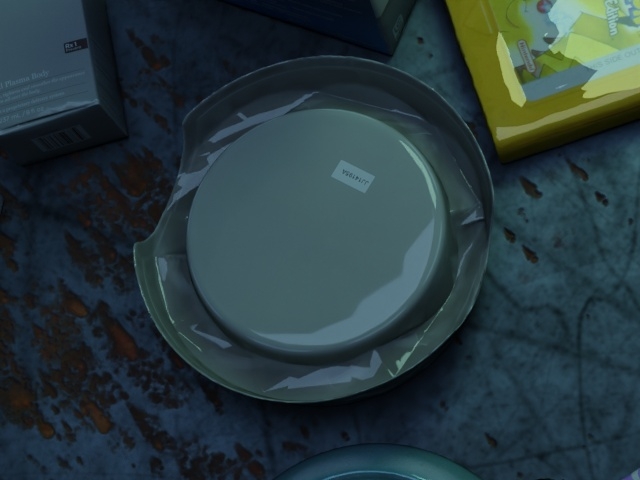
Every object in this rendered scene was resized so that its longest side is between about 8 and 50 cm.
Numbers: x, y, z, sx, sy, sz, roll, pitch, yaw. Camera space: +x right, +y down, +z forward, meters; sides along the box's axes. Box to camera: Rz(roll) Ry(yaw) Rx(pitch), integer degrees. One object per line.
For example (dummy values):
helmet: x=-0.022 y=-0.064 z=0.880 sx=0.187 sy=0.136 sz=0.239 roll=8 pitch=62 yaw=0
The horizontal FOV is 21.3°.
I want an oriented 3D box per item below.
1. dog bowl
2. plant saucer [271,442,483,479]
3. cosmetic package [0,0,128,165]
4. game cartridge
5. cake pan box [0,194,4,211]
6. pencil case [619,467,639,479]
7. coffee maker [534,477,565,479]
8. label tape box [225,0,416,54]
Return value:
dog bowl: x=0.000 y=0.000 z=1.633 sx=0.349 sy=0.102 sz=0.349 roll=-3 pitch=69 yaw=9
plant saucer: x=0.044 y=0.333 z=1.531 sx=0.317 sy=0.044 sz=0.317 roll=-4 pitch=68 yaw=10
cosmetic package: x=-0.288 y=-0.211 z=1.770 sx=0.127 sy=0.107 sz=0.238 roll=-17 pitch=70 yaw=7
game cartridge: x=0.287 y=-0.256 z=1.697 sx=0.323 sy=0.053 sz=0.285 roll=-20 pitch=67 yaw=7
cake pan box: x=-0.470 y=0.052 z=1.724 sx=0.246 sy=0.070 sz=0.267 roll=5 pitch=70 yaw=15
pencil case: x=0.328 y=0.214 z=1.493 sx=0.206 sy=0.088 sz=0.086 roll=-34 pitch=45 yaw=-2
coffee maker: x=0.182 y=0.316 z=1.427 sx=0.171 sy=0.120 sz=0.178 roll=-42 pitch=102 yaw=-25
label tape box: x=-0.047 y=-0.329 z=1.633 sx=0.249 sy=0.348 sz=0.115 roll=20 pitch=74 yaw=17
